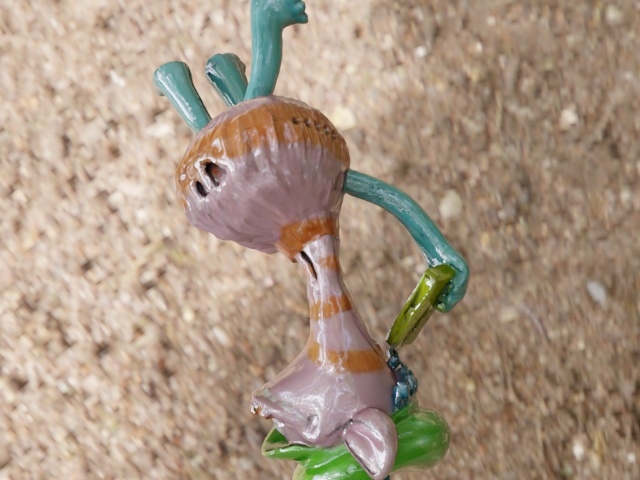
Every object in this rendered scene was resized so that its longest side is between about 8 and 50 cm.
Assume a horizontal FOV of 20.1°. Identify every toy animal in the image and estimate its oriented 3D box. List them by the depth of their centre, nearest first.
[{"bbox_3d":[0.000,0.000,0.739,0.103,0.100,0.208,-19,73,-8],"label":"toy animal"}]
